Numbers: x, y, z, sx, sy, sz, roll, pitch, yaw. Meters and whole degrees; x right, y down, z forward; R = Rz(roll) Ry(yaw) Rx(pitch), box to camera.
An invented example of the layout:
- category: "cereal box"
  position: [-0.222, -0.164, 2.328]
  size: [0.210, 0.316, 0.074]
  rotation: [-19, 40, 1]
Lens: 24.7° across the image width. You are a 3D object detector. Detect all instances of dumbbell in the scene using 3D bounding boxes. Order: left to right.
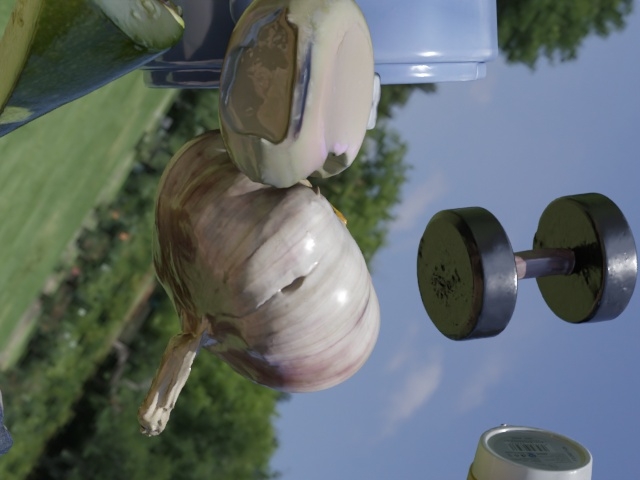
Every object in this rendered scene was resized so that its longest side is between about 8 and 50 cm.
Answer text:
- category: "dumbbell"
  position: [0.237, 0.030, 1.679]
  size: [0.152, 0.218, 0.152]
  rotation: [173, -90, -67]

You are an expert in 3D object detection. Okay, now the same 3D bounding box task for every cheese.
- category: "cheese"
  position: [0.004, -0.119, 1.186]
  size: [0.286, 0.082, 0.163]
  rotation: [5, 96, -71]

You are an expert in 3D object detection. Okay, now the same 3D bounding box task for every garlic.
- category: "garlic"
  position: [-0.077, 0.060, 1.247]
  size: [0.253, 0.245, 0.245]
  rotation: [-47, -176, -8]

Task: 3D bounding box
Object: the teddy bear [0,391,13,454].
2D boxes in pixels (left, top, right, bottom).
- category: "teddy bear"
  position: [-0.447, 0.158, 1.635]
  size: [0.151, 0.236, 0.267]
  rotation: [-46, -142, 3]

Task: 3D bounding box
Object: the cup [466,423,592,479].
- category: "cup"
  position: [0.280, 0.364, 1.884]
  size: [0.185, 0.241, 0.226]
  rotation: [26, -65, 50]

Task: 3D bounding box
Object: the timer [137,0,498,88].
- category: "timer"
  position: [-0.011, -0.239, 1.457]
  size: [0.395, 0.395, 0.173]
  rotation: [-112, -158, -83]

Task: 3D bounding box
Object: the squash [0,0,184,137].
- category: "squash"
  position: [-0.261, -0.152, 1.234]
  size: [0.252, 0.169, 0.093]
  rotation: [-22, -125, 24]

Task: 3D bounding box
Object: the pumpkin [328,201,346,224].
- category: "pumpkin"
  position: [0.000, 0.002, 1.556]
  size: [0.073, 0.035, 0.101]
  rotation: [-45, -165, 10]
